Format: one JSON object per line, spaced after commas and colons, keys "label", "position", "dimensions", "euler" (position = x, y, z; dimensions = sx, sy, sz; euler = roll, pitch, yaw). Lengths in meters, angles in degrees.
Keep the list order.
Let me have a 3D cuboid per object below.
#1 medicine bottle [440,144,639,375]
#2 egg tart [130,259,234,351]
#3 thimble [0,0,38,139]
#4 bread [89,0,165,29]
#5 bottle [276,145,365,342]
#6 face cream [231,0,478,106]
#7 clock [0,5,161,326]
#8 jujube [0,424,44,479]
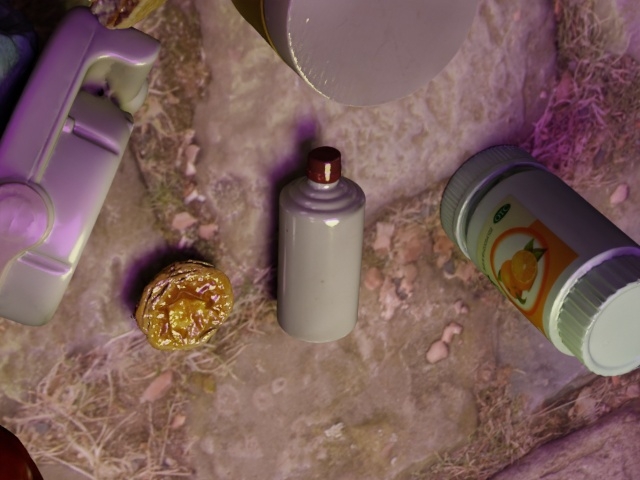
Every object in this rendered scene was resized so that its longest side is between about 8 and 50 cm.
{"label": "medicine bottle", "position": [0.290, 0.022, 1.665], "dimensions": [0.158, 0.318, 0.158], "euler": [-15, 126, -21]}
{"label": "egg tart", "position": [-0.169, 0.074, 1.620], "dimensions": [0.130, 0.052, 0.130], "euler": [-16, 129, -21]}
{"label": "thimble", "position": [-0.367, -0.168, 1.229], "dimensions": [0.198, 0.235, 0.143], "euler": [24, 102, -19]}
{"label": "bread", "position": [-0.145, -0.288, 1.216], "dimensions": [0.102, 0.196, 0.138], "euler": [35, 138, -5]}
{"label": "bottle", "position": [0.000, 0.000, 1.631], "dimensions": [0.104, 0.104, 0.245], "euler": [-13, 127, -21]}
{"label": "face cream", "position": [0.028, -0.274, 1.405], "dimensions": [0.218, 0.179, 0.218], "euler": [-15, 127, -20]}
{"label": "clock", "position": [-0.264, -0.042, 1.287], "dimensions": [0.109, 0.265, 0.324], "euler": [24, 71, -12]}
{"label": "jujube", "position": [-0.456, 0.338, 1.384], "dimensions": [0.377, 0.276, 0.276], "euler": [-22, 130, 1]}
